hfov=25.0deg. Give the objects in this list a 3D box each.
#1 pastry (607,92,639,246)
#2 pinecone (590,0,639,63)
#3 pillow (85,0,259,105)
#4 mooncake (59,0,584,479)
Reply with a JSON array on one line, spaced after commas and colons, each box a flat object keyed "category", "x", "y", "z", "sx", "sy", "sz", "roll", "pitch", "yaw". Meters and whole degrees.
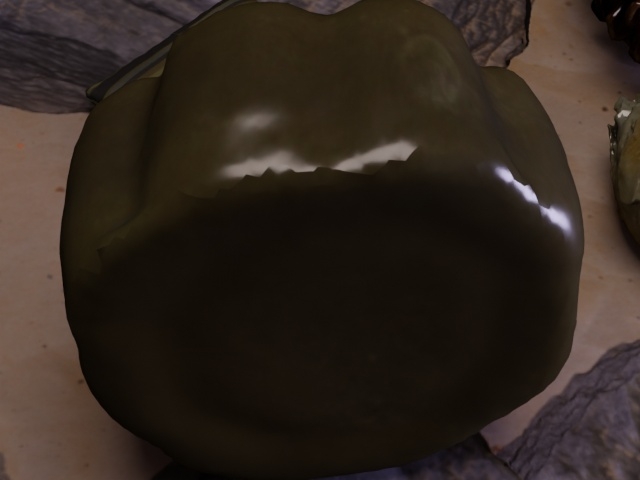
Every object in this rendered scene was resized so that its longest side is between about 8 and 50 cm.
[{"category": "pastry", "x": 0.382, "y": -0.055, "z": 1.263, "sx": 0.257, "sy": 0.121, "sz": 0.236, "roll": -10, "pitch": 52, "yaw": -10}, {"category": "pinecone", "x": 0.362, "y": -0.279, "z": 1.393, "sx": 0.224, "sy": 0.224, "sz": 0.272, "roll": -6, "pitch": 62, "yaw": -8}, {"category": "pillow", "x": -0.076, "y": -0.139, "z": 1.356, "sx": 0.212, "sy": 0.052, "sz": 0.208, "roll": 36, "pitch": 61, "yaw": 25}, {"category": "mooncake", "x": 0.000, "y": 0.000, "z": 1.048, "sx": 0.378, "sy": 0.378, "sz": 0.201, "roll": -5, "pitch": 49, "yaw": -7}]
